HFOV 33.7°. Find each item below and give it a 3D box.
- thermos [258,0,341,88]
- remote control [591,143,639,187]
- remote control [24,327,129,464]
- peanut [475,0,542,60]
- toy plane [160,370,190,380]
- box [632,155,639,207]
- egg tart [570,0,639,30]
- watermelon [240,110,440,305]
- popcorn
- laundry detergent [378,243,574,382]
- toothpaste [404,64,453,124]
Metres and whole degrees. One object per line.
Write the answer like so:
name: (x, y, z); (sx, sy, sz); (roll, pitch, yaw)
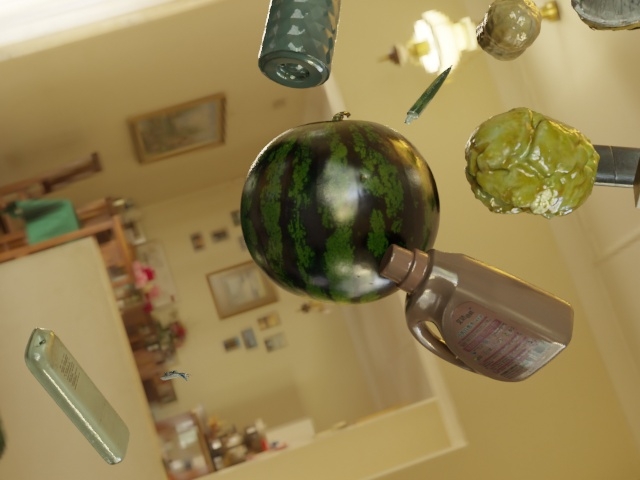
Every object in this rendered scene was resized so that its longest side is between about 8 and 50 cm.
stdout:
thermos: (-0.026, -0.447, 2.109); (0.182, 0.145, 0.287); (58, 39, -61)
remote control: (0.644, -0.158, 2.269); (0.044, 0.377, 0.107); (97, -5, -51)
remote control: (-0.411, 0.270, 1.817); (0.090, 0.038, 0.309); (-87, 157, -47)
peanut: (0.411, -0.464, 2.321); (0.290, 0.130, 0.130); (133, -60, -88)
toy plane: (-0.347, 0.321, 2.511); (0.078, 0.084, 0.024); (24, 67, -55)
box: (0.634, -0.113, 1.761); (0.141, 0.201, 0.058); (84, 10, -54)
egg tart: (0.516, -0.432, 1.707); (0.094, 0.234, 0.234); (57, 1, -35)
watermelon: (0.027, -0.039, 1.396); (0.269, 0.269, 0.269); (163, -90, -81)
popcorn: (0.351, -0.125, 1.761); (0.204, 0.221, 0.184); (-99, -161, -62)
laundry detergent: (0.167, 0.091, 1.285); (0.171, 0.237, 0.076); (125, -15, -50)
toothpaste: (0.272, -0.367, 2.670); (0.031, 0.204, 0.049); (40, -21, -4)
